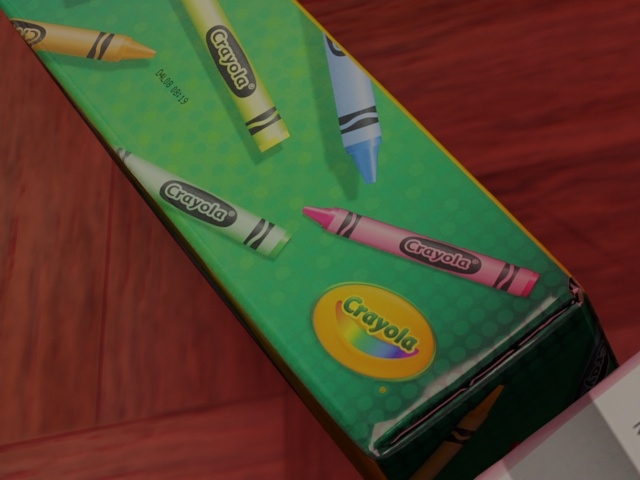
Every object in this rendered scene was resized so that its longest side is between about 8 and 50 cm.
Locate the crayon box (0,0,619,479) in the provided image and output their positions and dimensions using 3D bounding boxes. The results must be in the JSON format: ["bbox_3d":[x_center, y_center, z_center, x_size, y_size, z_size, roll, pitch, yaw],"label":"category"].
[{"bbox_3d":[0.000,0.000,0.652,0.081,0.165,0.278,-38,52,-4],"label":"crayon box"}]

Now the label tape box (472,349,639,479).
[{"bbox_3d":[0.191,0.080,0.365,0.347,0.115,0.249,-41,42,11],"label":"label tape box"}]
